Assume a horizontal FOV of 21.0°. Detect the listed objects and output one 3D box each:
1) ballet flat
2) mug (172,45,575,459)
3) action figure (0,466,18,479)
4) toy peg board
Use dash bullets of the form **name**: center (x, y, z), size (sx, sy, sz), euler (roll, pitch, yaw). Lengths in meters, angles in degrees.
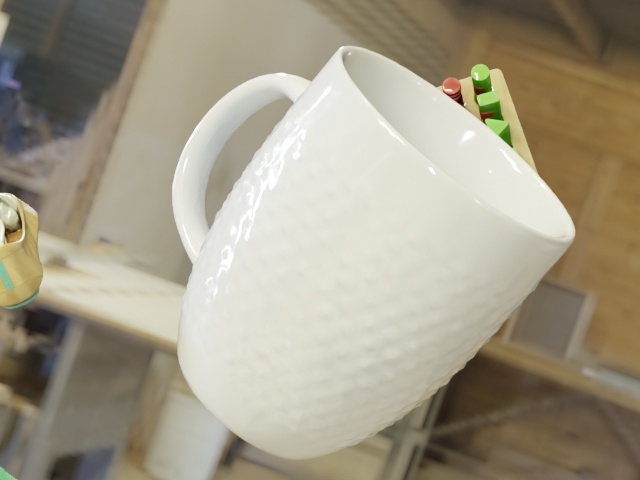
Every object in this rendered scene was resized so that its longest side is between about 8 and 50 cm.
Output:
- **ballet flat**: center (-0.325, -0.011, 1.750), size (0.073, 0.080, 0.232), euler (66, -7, -28)
- **mug**: center (0.000, 0.000, 1.628), size (0.374, 0.328, 0.276), euler (49, 20, 29)
- **action figure**: center (-0.177, 0.250, 1.194), size (0.232, 0.137, 0.063), euler (25, -23, 4)
- **toy peg board**: center (0.144, -0.109, 1.895), size (0.160, 0.161, 0.079), euler (-17, -23, 2)
